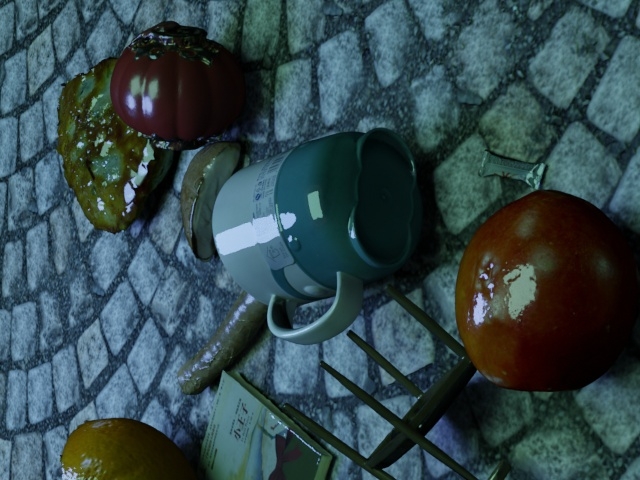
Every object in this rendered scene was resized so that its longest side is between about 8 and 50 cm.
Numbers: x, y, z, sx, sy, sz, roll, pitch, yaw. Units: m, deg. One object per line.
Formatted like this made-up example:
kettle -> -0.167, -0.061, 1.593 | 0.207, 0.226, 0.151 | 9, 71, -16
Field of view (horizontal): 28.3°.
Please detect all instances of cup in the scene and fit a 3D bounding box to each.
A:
cup -> 0.000, 0.000, 1.756 | 0.258, 0.219, 0.289 | -19, 56, 47

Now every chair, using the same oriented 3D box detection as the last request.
chair -> 0.121, 0.220, 1.606 | 0.272, 0.166, 0.188 | 42, 148, 3

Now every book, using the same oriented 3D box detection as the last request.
book -> -0.094, 0.351, 1.972 | 0.289, 0.026, 0.201 | 31, 111, 48

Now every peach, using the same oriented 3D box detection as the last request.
peach -> 0.256, 0.059, 1.461 | 0.243, 0.199, 0.243 | -168, 90, -67

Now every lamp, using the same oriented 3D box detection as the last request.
lamp -> -0.234, -0.258, 2.092 | 0.227, 0.227, 0.227 | -12, 75, 49

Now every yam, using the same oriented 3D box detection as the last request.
yam -> -0.140, 0.148, 2.035 | 0.299, 0.066, 0.066 | -50, 49, 33

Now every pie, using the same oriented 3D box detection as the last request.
pie -> -0.386, -0.179, 2.363 | 0.288, 0.103, 0.354 | -44, 56, 37

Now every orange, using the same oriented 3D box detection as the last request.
orange -> -0.304, 0.447, 2.038 | 0.274, 0.274, 0.310 | -2, 69, 51

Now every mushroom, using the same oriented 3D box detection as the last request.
mushroom -> -0.196, -0.074, 2.136 | 0.094, 0.072, 0.209 | 35, 111, 57

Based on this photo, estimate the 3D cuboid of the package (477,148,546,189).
package -> 0.246, -0.092, 1.641 | 0.110, 0.015, 0.037 | 20, 100, 52
